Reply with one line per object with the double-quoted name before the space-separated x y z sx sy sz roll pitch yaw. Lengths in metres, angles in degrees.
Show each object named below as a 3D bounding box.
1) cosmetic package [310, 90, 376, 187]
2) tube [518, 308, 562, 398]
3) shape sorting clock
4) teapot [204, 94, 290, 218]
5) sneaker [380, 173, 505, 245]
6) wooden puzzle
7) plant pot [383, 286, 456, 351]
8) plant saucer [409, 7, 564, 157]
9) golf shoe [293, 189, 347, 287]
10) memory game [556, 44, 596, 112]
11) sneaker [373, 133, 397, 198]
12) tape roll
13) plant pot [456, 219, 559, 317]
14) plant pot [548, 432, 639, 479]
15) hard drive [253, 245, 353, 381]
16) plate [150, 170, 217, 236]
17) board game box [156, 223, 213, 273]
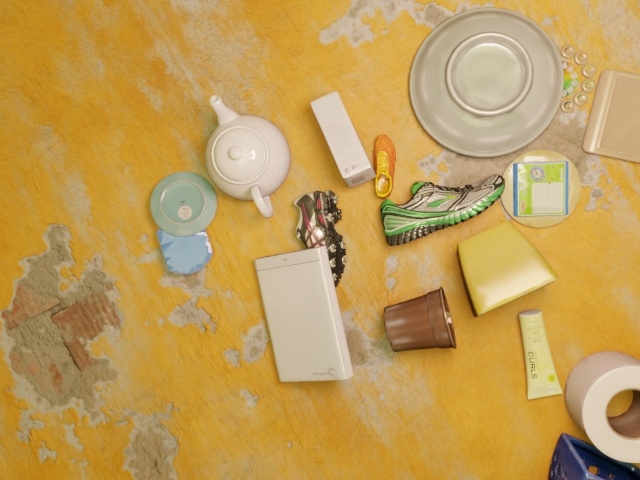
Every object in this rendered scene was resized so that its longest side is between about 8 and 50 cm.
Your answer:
"cosmetic package" 0.061 -0.264 1.660 0.085 0.117 0.231 -23 78 7
"tube" 0.586 0.307 1.691 0.070 0.062 0.240 -4 100 47
"shape sorting clock" 0.584 -0.138 1.673 0.206 0.040 0.206 1 97 6
"teapot" -0.202 -0.219 1.679 0.256 0.187 0.252 22 95 4
"sneaker" 0.318 -0.104 1.657 0.344 0.134 0.146 -21 90 7
"wooden puzzle" 0.828 -0.316 1.641 0.239 0.044 0.221 13 95 10
"plant pot" 0.262 0.222 1.674 0.165 0.167 0.167 -15 91 14
"plant saucer" 0.430 -0.419 1.628 0.401 0.100 0.400 0 88 9
"golf shoe" 0.000 0.000 1.728 0.120 0.105 0.272 -4 93 28
"memory game" 0.637 -0.428 1.666 0.186 0.012 0.186 0 93 6
"sneaker" 0.176 -0.201 1.700 0.064 0.067 0.175 -4 91 9
"tape roll" 0.774 0.422 1.619 0.246 0.169 0.246 0 92 6
"plant pot" 0.458 0.069 1.626 0.212 0.212 0.187 -26 77 7
"plant pot" 0.704 0.673 1.613 0.236 0.236 0.212 26 101 3
"hard drive" -0.050 0.205 1.708 0.233 0.047 0.353 -11 93 35
"plate" -0.385 -0.105 1.765 0.188 0.024 0.188 0 81 -2
"board game box" -0.383 0.011 1.787 0.133 0.033 0.168 -19 90 -5
